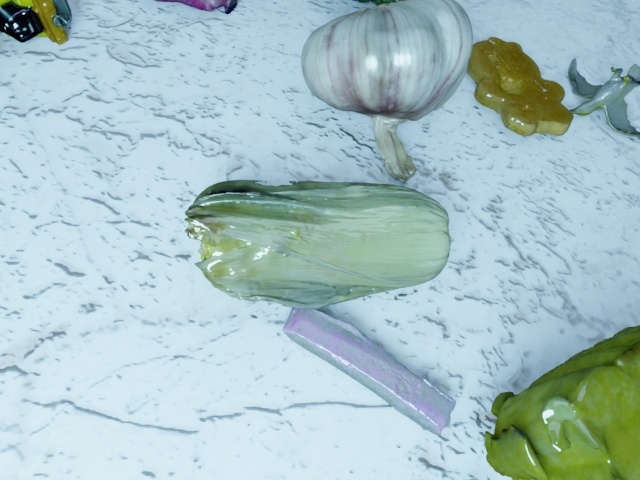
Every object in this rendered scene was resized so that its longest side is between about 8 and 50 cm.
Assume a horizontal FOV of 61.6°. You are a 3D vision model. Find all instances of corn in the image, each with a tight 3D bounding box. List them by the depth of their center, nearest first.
[{"bbox_3d":[0.001,-0.001,0.610,0.306,0.123,0.122,-3,30,-17],"label":"corn"}]

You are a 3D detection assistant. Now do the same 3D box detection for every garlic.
[{"bbox_3d":[0.103,-0.211,0.773,0.245,0.245,0.253,-10,96,-22],"label":"garlic"}]

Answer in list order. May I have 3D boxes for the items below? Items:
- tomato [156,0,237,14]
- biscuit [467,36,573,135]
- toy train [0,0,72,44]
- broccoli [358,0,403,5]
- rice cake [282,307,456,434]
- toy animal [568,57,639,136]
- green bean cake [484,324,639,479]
[{"bbox_3d":[-0.242,-0.553,0.903,0.290,0.176,0.334,18,53,-1],"label":"tomato"},{"bbox_3d":[0.343,-0.277,0.957,0.184,0.035,0.248,-7,57,-21],"label":"biscuit"},{"bbox_3d":[-0.445,-0.351,0.760,0.219,0.089,0.127,41,68,11],"label":"toy train"},{"bbox_3d":[0.111,-0.549,0.977,0.262,0.242,0.269,-21,92,-48],"label":"broccoli"},{"bbox_3d":[0.050,0.137,0.583,0.207,0.036,0.047,33,46,9],"label":"rice cake"},{"bbox_3d":[0.511,-0.270,0.964,0.155,0.095,0.219,-14,60,-29],"label":"toy animal"},{"bbox_3d":[0.322,0.233,0.507,0.310,0.202,0.284,-15,73,-23],"label":"green bean cake"}]
